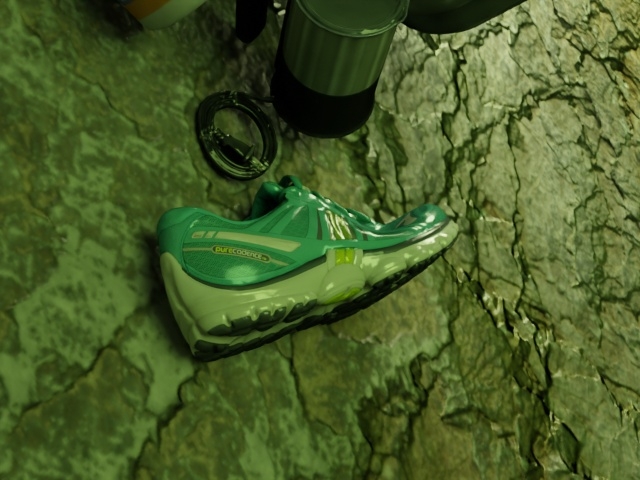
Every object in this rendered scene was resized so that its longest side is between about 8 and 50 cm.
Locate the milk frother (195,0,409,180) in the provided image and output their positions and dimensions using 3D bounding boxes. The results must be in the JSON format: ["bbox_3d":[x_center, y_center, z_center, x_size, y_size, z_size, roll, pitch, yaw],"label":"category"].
[{"bbox_3d":[-0.016,-0.125,0.863,0.129,0.135,0.143,15,62,-1],"label":"milk frother"}]

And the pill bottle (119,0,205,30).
[{"bbox_3d":[-0.152,-0.288,0.797,0.272,0.152,0.152,47,47,-19],"label":"pill bottle"}]

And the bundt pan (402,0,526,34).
[{"bbox_3d":[0.051,-0.301,0.958,0.331,0.124,0.331,49,17,-21],"label":"bundt pan"}]

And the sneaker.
[{"bbox_3d":[0.000,0.000,0.865,0.275,0.107,0.110,-12,72,-46],"label":"sneaker"}]
